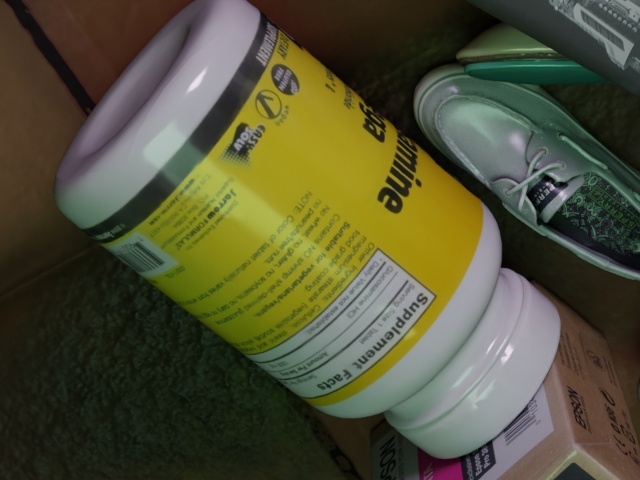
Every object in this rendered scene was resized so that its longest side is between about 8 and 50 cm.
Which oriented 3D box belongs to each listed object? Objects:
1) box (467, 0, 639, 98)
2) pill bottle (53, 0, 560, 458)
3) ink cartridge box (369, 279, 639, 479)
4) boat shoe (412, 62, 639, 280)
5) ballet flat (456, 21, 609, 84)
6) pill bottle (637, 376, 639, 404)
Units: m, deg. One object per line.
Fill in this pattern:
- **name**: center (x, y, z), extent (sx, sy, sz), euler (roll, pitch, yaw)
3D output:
- **box**: center (0.177, -0.229, 0.990), extent (0.307, 0.076, 0.242), euler (31, 134, 6)
- **pill bottle**: center (0.000, 0.000, 1.134), extent (0.334, 0.188, 0.188), euler (39, 111, -19)
- **ink cartridge box**: center (0.129, 0.165, 1.193), extent (0.088, 0.234, 0.193), euler (39, 110, -18)
- **boat shoe**: center (0.166, -0.046, 1.170), extent (0.228, 0.081, 0.079), euler (31, 113, -15)
- **ballet flat**: center (0.217, -0.140, 1.132), extent (0.249, 0.086, 0.086), euler (6, 117, -5)
- **pill bottle**: center (0.311, 0.043, 1.197), extent (0.118, 0.117, 0.208), euler (10, 116, -5)
